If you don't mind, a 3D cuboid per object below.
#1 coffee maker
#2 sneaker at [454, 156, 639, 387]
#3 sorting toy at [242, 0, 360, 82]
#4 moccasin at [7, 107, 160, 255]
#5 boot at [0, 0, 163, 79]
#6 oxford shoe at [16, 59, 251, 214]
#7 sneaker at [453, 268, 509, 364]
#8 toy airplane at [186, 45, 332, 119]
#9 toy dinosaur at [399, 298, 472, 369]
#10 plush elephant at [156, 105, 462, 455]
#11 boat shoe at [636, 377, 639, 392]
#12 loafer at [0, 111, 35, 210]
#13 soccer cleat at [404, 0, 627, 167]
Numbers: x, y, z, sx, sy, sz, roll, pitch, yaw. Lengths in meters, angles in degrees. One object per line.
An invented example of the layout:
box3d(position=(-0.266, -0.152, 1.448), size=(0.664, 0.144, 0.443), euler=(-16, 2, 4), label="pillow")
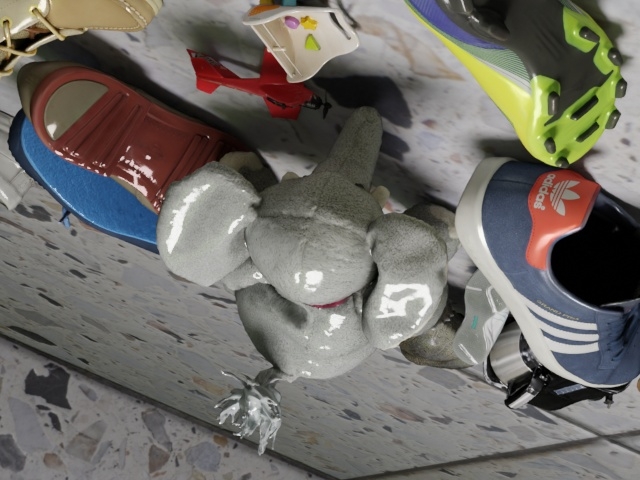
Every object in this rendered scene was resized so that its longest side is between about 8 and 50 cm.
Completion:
box3d(position=(0.299, 0.130, 1.335), size=(0.171, 0.120, 0.178), euler=(2, 166, -15), label="coffee maker")
box3d(position=(0.269, 0.050, 1.098), size=(0.148, 0.131, 0.350), euler=(8, 156, 44), label="sneaker")
box3d(position=(-0.009, -0.173, 0.947), size=(0.075, 0.044, 0.083), euler=(1, 152, 29), label="sorting toy")
box3d(position=(-0.239, -0.046, 1.367), size=(0.117, 0.137, 0.342), euler=(6, 154, 48), label="moccasin")
box3d(position=(-0.279, -0.163, 1.000), size=(0.262, 0.203, 0.095), euler=(14, 159, 25), label="boot")
box3d(position=(-0.175, -0.099, 1.250), size=(0.348, 0.123, 0.130), euler=(37, -179, -40), label="oxford shoe")
box3d(position=(0.193, 0.071, 1.318), size=(0.054, 0.061, 0.152), euler=(29, 131, 17), label="sneaker")
box3d(position=(-0.061, -0.147, 1.078), size=(0.151, 0.028, 0.151), euler=(19, 161, 7), label="toy airplane")
box3d(position=(0.135, 0.113, 1.420), size=(0.160, 0.121, 0.313), euler=(18, 159, 47), label="toy dinosaur")
box3d(position=(0.000, 0.000, 1.054), size=(0.272, 0.330, 0.255), euler=(21, 142, 2), label="plush elephant")
box3d(position=(0.411, 0.085, 1.082), size=(0.122, 0.110, 0.341), euler=(34, 159, -3), label="boat shoe")
box3d(position=(-0.504, -0.138, 1.430), size=(0.320, 0.111, 0.112), euler=(22, 160, -2), label="loafer")
box3d(position=(0.133, -0.152, 0.825), size=(0.121, 0.093, 0.289), euler=(45, -176, 40), label="soccer cleat")
